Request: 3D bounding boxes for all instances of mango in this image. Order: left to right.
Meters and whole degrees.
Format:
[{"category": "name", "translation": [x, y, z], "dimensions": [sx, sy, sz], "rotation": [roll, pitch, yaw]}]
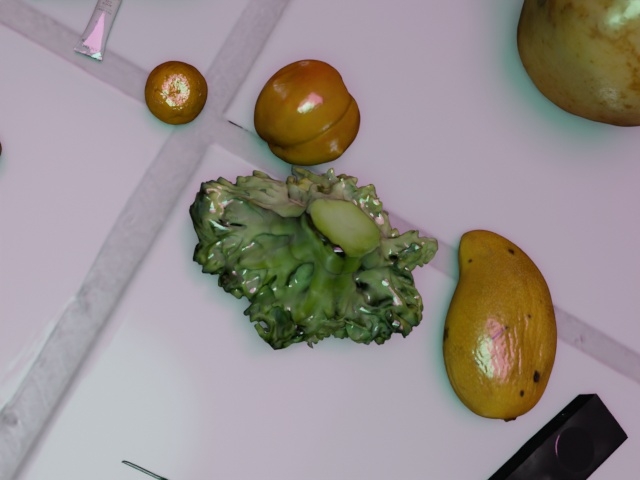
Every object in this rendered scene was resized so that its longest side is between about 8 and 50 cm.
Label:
[{"category": "mango", "translation": [0.239, 0.108, 1.058], "dimensions": [0.157, 0.109, 0.262], "rotation": [4, 76, -11]}]

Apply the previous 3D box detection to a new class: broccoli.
[{"category": "broccoli", "translation": [0.000, 0.000, 0.944], "dimensions": [0.288, 0.245, 0.247], "rotation": [1, 69, -21]}]

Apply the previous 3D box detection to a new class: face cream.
[{"category": "face cream", "translation": [-0.286, -0.291, 1.044], "dimensions": [0.038, 0.020, 0.115], "rotation": [20, 77, -11]}]

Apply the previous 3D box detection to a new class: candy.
[{"category": "candy", "translation": [-0.182, 0.290, 0.947], "dimensions": [0.123, 0.035, 0.035], "rotation": [28, 69, 0]}]

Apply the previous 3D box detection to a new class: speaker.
[{"category": "speaker", "translation": [0.314, 0.304, 1.070], "dimensions": [0.218, 0.044, 0.082], "rotation": [-35, 89, -20]}]

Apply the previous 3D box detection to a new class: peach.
[{"category": "peach", "translation": [-0.019, -0.162, 1.034], "dimensions": [0.138, 0.138, 0.138], "rotation": [3, 78, -15]}]

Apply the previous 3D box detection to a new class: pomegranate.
[{"category": "pomegranate", "translation": [0.416, -0.331, 1.099], "dimensions": [0.343, 0.342, 0.342], "rotation": [3, 78, -15]}]

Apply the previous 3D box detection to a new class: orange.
[{"category": "orange", "translation": [-0.187, -0.191, 1.024], "dimensions": [0.083, 0.070, 0.083], "rotation": [0, 91, -15]}]

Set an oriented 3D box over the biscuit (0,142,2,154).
[{"category": "biscuit", "translation": [-0.542, -0.071, 0.903], "dimensions": [0.237, 0.062, 0.290], "rotation": [34, 72, -6]}]
